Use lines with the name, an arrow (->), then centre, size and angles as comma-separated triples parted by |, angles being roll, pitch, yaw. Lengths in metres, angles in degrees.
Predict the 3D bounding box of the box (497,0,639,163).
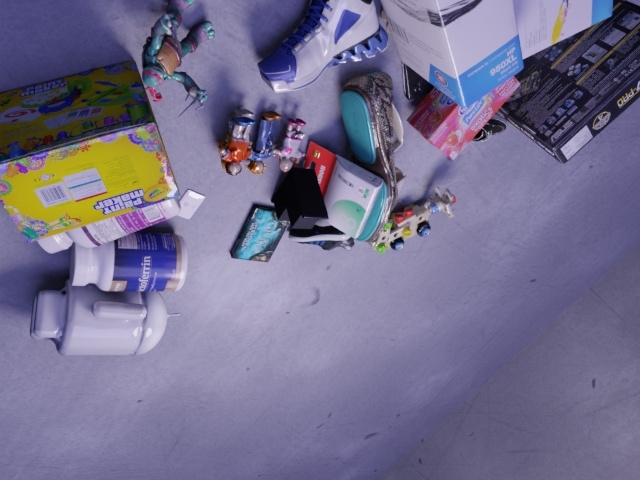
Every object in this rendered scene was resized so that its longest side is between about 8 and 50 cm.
box -> 0.678, -0.439, 1.369 | 0.395, 0.318, 0.097 | -46, 136, 16

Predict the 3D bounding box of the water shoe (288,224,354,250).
water shoe -> 0.000, 0.000, 1.524 | 0.203, 0.073, 0.080 | 1, 130, 28

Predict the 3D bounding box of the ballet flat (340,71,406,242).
ballet flat -> 0.157, -0.218, 1.404 | 0.182, 0.164, 0.482 | -33, 134, -32

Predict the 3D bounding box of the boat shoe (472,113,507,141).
boat shoe -> 0.465, -0.324, 1.534 | 0.219, 0.070, 0.077 | -5, 149, -21

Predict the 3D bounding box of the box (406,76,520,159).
box -> 0.370, -0.362, 1.365 | 0.123, 0.128, 0.257 | 26, 112, -38

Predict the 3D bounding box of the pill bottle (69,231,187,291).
pill bottle -> -0.486, 0.054, 1.320 | 0.265, 0.153, 0.153 | 3, 128, -30

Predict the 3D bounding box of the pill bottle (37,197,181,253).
pill bottle -> -0.488, -0.084, 1.178 | 0.302, 0.169, 0.169 | -22, 137, -8

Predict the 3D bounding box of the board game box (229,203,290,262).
board game box -> -0.172, -0.017, 1.518 | 0.126, 0.026, 0.186 | 9, 125, -34

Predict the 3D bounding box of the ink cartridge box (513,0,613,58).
ink cartridge box -> 0.499, -0.580, 1.213 | 0.270, 0.198, 0.197 | -27, 130, -4

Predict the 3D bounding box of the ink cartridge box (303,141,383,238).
ink cartridge box -> 0.036, -0.133, 1.379 | 0.056, 0.225, 0.181 | -48, 163, -47

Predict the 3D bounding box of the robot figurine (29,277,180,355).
robot figurine -> -0.566, 0.205, 1.383 | 0.354, 0.199, 0.300 | 9, 165, -35

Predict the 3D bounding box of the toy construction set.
toy construction set -> 0.258, -0.072, 1.626 | 0.328, 0.151, 0.215 | -17, 137, 1

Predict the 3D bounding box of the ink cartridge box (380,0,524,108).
ink cartridge box -> 0.240, -0.516, 1.062 | 0.166, 0.285, 0.395 | -34, 137, 3

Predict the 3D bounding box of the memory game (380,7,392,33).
memory game -> 0.222, -0.568, 1.224 | 0.186, 0.012, 0.186 | -15, 136, -15

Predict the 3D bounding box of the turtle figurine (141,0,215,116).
turtle figurine -> -0.281, -0.359, 0.993 | 0.118, 0.234, 0.175 | 5, 149, 11

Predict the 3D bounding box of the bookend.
bookend -> -0.059, -0.085, 1.388 | 0.072, 0.157, 0.156 | 1, 148, -29

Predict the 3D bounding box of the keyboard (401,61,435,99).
keyboard -> 0.368, -0.456, 1.397 | 0.317, 0.033, 0.201 | -22, 132, -7

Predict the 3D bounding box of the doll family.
doll family -> -0.161, -0.235, 1.277 | 0.263, 0.118, 0.163 | -11, 131, -45

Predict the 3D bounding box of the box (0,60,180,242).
box -> -0.461, -0.186, 1.015 | 0.290, 0.279, 0.177 | -18, 136, -11

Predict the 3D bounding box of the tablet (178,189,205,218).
tablet -> -0.346, -0.094, 1.365 | 0.054, 0.006, 0.083 | 23, 116, -41

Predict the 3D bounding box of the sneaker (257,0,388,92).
sneaker -> -0.005, -0.465, 1.129 | 0.316, 0.127, 0.182 | -28, 134, -12
